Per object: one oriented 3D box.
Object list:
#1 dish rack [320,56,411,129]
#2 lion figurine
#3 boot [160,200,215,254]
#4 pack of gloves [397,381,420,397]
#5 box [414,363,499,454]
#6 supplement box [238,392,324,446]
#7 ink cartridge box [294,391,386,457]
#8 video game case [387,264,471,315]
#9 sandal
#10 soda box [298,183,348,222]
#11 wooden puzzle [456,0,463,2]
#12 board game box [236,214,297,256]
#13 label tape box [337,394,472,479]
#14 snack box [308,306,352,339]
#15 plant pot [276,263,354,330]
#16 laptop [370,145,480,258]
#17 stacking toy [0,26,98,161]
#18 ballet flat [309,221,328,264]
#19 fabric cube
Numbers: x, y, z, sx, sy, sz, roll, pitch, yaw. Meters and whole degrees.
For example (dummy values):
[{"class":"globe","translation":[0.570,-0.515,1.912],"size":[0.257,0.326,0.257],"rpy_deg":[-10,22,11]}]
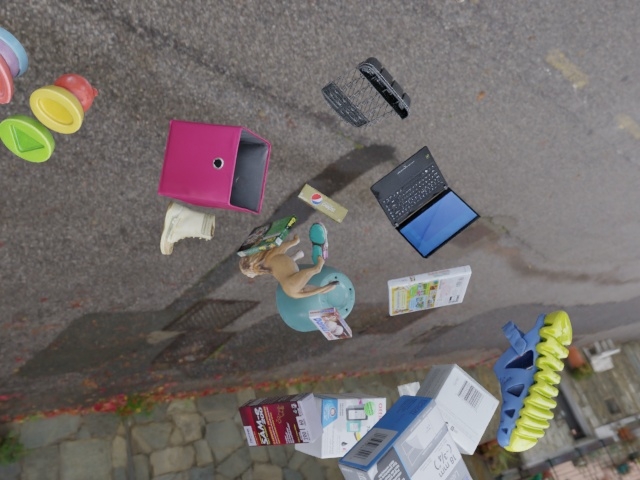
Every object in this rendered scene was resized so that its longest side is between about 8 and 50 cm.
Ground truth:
[{"class":"dish rack","translation":[0.126,-0.427,1.711],"size":[0.208,0.074,0.272],"rpy_deg":[43,146,-25]},{"class":"lion figurine","translation":[-0.127,0.116,2.111],"size":[0.240,0.392,0.142],"rpy_deg":[-28,129,-24]},{"class":"boot","translation":[-0.550,-0.028,2.345],"size":[0.204,0.095,0.261],"rpy_deg":[15,123,-9]},{"class":"pack of gloves","translation":[0.364,0.565,1.813],"size":[0.195,0.231,0.046],"rpy_deg":[-2,161,-27]},{"class":"box","translation":[0.371,0.474,1.598],"size":[0.181,0.181,0.119],"rpy_deg":[-52,-173,-25]},{"class":"supplement box","translation":[-0.121,0.539,1.694],"size":[0.240,0.130,0.073],"rpy_deg":[-16,180,31]},{"class":"ink cartridge box","translation":[0.073,0.658,2.035],"size":[0.270,0.198,0.197],"rpy_deg":[7,168,-30]},{"class":"video game case","translation":[0.280,0.135,1.485],"size":[0.207,0.026,0.227],"rpy_deg":[-11,154,2]},{"class":"sandal","translation":[0.438,0.296,1.223],"size":[0.138,0.317,0.126],"rpy_deg":[6,152,43]},{"class":"soda box","translation":[0.009,-0.131,2.044],"size":[0.058,0.181,0.061],"rpy_deg":[-58,179,-3]},{"class":"wooden puzzle","translation":[0.316,-0.790,1.348],"size":[0.081,0.321,0.348],"rpy_deg":[-2,179,26]},{"class":"board game box","translation":[-0.196,-0.014,2.030],"size":[0.030,0.136,0.260],"rpy_deg":[48,146,-20]},{"class":"label tape box","translation":[0.210,0.544,1.217],"size":[0.241,0.333,0.106],"rpy_deg":[-33,-168,-37]},{"class":"snack box","translation":[0.027,0.205,1.380],"size":[0.064,0.022,0.178],"rpy_deg":[-8,151,13]},{"class":"plant pot","translation":[0.000,0.233,2.336],"size":[0.293,0.292,0.235],"rpy_deg":[1,173,-35]},{"class":"laptop","translation":[0.335,-0.122,1.803],"size":[0.234,0.136,0.264],"rpy_deg":[-37,115,-6]},{"class":"stacking toy","translation":[-0.721,-0.354,1.366],"size":[0.309,0.130,0.280],"rpy_deg":[34,135,-20]},{"class":"ballet flat","translation":[0.000,0.000,2.265],"size":[0.077,0.079,0.221],"rpy_deg":[16,131,22]},{"class":"fabric cube","translation":[-0.344,-0.240,1.871],"size":[0.259,0.253,0.259],"rpy_deg":[9,178,17]}]
